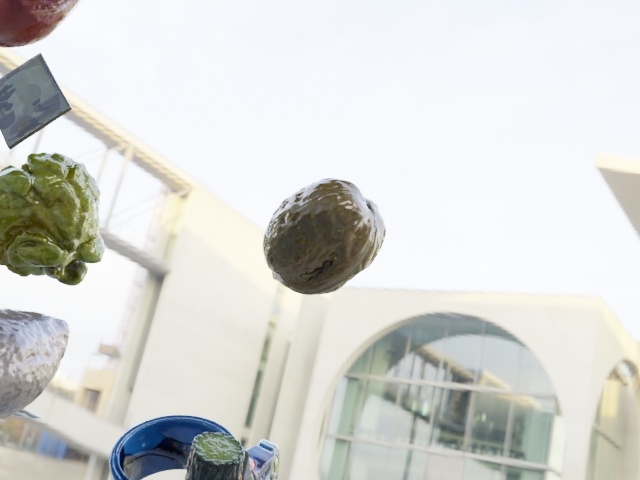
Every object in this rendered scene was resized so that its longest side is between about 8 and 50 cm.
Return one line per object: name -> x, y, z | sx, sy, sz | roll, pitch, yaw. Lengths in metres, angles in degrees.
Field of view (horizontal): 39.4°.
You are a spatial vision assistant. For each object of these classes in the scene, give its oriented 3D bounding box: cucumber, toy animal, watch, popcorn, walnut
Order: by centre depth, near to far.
cucumber -> -0.148, 0.364, 1.054 | 0.067, 0.294, 0.067 | 13, 18, -4
walnut -> 0.000, 0.000, 1.271 | 0.184, 0.155, 0.155 | -37, -42, 21
toy animal -> -0.567, 0.207, 1.482 | 0.226, 0.188, 0.358 | -9, -2, 6
watch -> -0.229, 0.422, 1.635 | 0.274, 0.242, 0.305 | 15, 26, 22
popcorn -> -0.542, -0.046, 1.762 | 0.241, 0.235, 0.250 | 9, -41, -26

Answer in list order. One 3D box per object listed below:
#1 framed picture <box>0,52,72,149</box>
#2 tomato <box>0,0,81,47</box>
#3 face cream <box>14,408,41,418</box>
framed picture -> -0.554, -0.266, 1.681 | 0.201, 0.136, 0.010 | 53, -4, 38
tomato -> -0.292, -0.300, 0.849 | 0.101, 0.228, 0.228 | 4, -20, 35
face cream -> -0.710, 0.360, 1.962 | 0.114, 0.070, 0.224 | 8, -24, 13
